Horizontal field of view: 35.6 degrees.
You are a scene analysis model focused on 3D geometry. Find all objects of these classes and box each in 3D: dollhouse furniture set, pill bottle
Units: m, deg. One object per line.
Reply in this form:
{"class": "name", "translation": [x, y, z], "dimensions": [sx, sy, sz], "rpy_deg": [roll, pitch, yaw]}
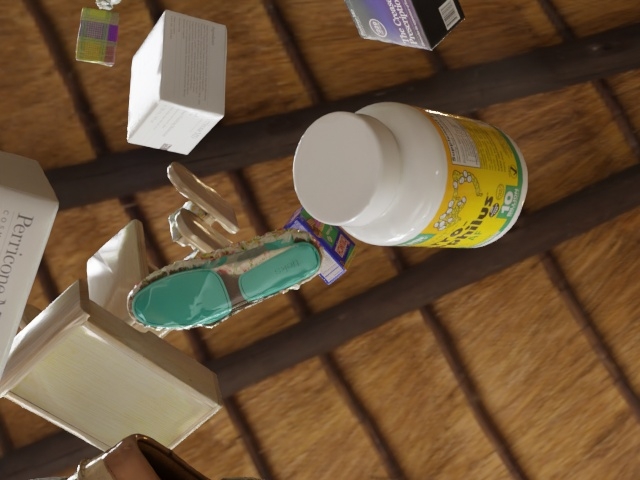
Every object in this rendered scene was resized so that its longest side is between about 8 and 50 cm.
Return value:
{"class": "dollhouse furniture set", "translation": [-0.312, 0.095, 1.435], "dimensions": [0.362, 0.256, 0.394], "rpy_deg": [-40, -145, 14]}
{"class": "pill bottle", "translation": [0.077, -0.053, 0.835], "dimensions": [0.117, 0.208, 0.117], "rpy_deg": [-2, -93, 39]}

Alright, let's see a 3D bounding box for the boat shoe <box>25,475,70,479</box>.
{"class": "boat shoe", "translation": [-0.261, 0.255, 0.811], "dimensions": [0.109, 0.302, 0.094], "rpy_deg": [-50, -133, 21]}

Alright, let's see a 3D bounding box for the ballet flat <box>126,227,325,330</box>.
{"class": "ballet flat", "translation": [-0.112, 0.045, 1.181], "dimensions": [0.077, 0.241, 0.091], "rpy_deg": [-137, -146, -67]}

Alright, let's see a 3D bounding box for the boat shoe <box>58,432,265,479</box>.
{"class": "boat shoe", "translation": [-0.069, 0.254, 0.792], "dimensions": [0.116, 0.324, 0.123], "rpy_deg": [-46, -142, 7]}

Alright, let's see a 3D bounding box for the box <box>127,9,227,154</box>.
{"class": "box", "translation": [-0.253, -0.274, 1.756], "dimensions": [0.181, 0.119, 0.182], "rpy_deg": [-34, -129, 56]}

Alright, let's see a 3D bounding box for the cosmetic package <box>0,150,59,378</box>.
{"class": "cosmetic package", "translation": [-0.306, 0.035, 0.606], "dimensions": [0.138, 0.224, 0.224], "rpy_deg": [36, -73, 62]}

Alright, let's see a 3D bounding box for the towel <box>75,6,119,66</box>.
{"class": "towel", "translation": [-0.340, -0.311, 1.523], "dimensions": [0.009, 0.060, 0.083], "rpy_deg": [-149, -114, -63]}

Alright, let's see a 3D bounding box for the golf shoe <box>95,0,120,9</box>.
{"class": "golf shoe", "translation": [-0.368, -0.461, 1.601], "dimensions": [0.176, 0.086, 0.069], "rpy_deg": [53, -4, -8]}

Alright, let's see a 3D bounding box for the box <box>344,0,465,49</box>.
{"class": "box", "translation": [0.109, -0.463, 1.681], "dimensions": [0.184, 0.103, 0.261], "rpy_deg": [26, -27, 48]}

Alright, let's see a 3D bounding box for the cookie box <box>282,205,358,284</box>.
{"class": "cookie box", "translation": [0.000, 0.000, 1.476], "dimensions": [0.040, 0.092, 0.107], "rpy_deg": [-39, -82, 24]}
